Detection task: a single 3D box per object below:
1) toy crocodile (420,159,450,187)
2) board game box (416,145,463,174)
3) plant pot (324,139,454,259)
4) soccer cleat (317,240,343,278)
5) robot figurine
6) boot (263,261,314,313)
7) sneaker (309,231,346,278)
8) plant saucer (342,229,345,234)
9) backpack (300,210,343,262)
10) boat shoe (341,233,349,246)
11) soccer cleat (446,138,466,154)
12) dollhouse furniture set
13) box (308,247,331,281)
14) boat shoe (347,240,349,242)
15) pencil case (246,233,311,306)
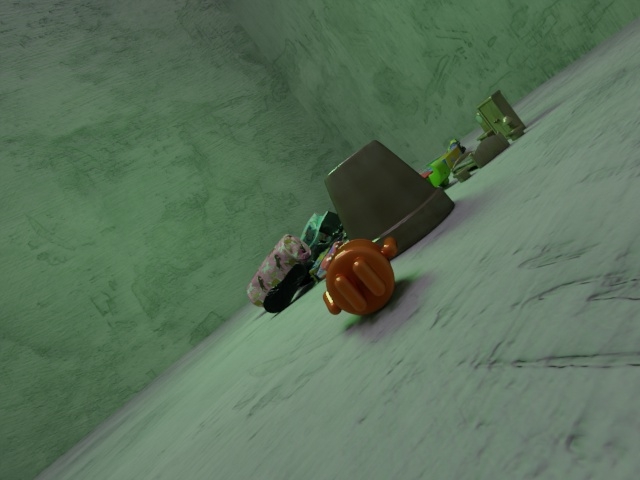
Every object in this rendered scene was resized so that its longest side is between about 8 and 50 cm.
[{"bbox_3d":[0.408,-0.221,1.621,0.115,0.105,0.340,-38,2,-10],"label":"toy crocodile"},{"bbox_3d":[0.553,-0.338,2.035,0.242,0.064,0.316,-30,7,45],"label":"board game box"},{"bbox_3d":[0.168,-0.121,1.171,0.323,0.280,0.323,-36,2,1],"label":"plant pot"},{"bbox_3d":[0.053,0.072,1.624,0.095,0.083,0.248,-42,3,25],"label":"soccer cleat"},{"bbox_3d":[0.074,0.066,0.785,0.219,0.128,0.158,-52,-29,-80],"label":"robot figurine"},{"bbox_3d":[-0.118,0.193,1.699,0.246,0.094,0.207,-52,-11,4],"label":"boot"},{"bbox_3d":[0.009,0.064,1.821,0.283,0.124,0.107,-37,2,18],"label":"sneaker"},{"bbox_3d":[0.182,-0.071,2.227,0.310,0.050,0.311,-37,16,12],"label":"plant saucer"},{"bbox_3d":[0.000,0.000,1.987,0.225,0.191,0.254,-65,-8,-61],"label":"backpack"},{"bbox_3d":[0.128,0.001,1.658,0.219,0.070,0.078,-31,-42,-56],"label":"boat shoe"},{"bbox_3d":[0.722,-0.485,2.231,0.121,0.093,0.289,-44,0,20],"label":"soccer cleat"},{"bbox_3d":[0.547,-0.365,1.517,0.355,0.174,0.303,-38,2,-6],"label":"dollhouse furniture set"},{"bbox_3d":[0.014,0.098,1.677,0.054,0.059,0.169,-36,10,30],"label":"box"},{"bbox_3d":[0.210,-0.049,1.502,0.267,0.096,0.088,-46,5,15],"label":"boat shoe"},{"bbox_3d":[-0.200,0.149,1.921,0.386,0.167,0.160,-53,18,29],"label":"pencil case"}]
